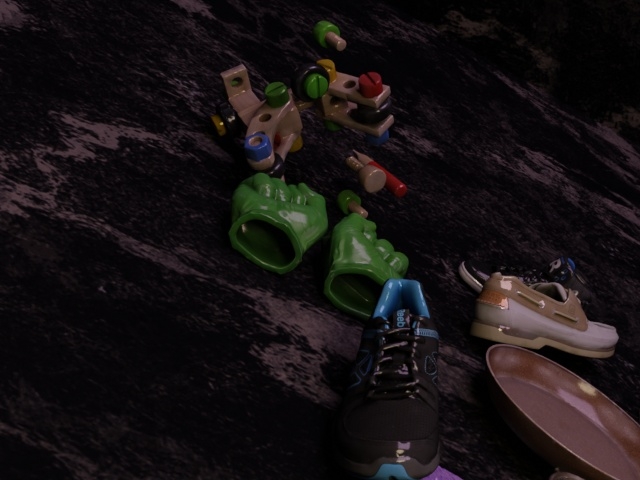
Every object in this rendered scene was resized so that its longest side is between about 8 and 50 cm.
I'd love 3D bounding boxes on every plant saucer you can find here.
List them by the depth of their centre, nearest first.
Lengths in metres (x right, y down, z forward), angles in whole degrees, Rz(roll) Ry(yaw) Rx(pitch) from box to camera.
[{"bbox_3d":[0.349,0.258,1.711,0.311,0.050,0.310,29,18,-11],"label":"plant saucer"}]

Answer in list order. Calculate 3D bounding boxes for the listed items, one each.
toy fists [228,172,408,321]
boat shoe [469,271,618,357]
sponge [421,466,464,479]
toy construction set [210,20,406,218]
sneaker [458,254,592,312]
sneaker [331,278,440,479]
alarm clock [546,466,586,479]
[{"bbox_3d":[0.000,0.000,1.731,0.279,0.096,0.142,28,25,-10],"label":"toy fists"},{"bbox_3d":[0.360,0.117,1.906,0.302,0.103,0.113,11,0,-41],"label":"boat shoe"},{"bbox_3d":[0.156,0.318,1.427,0.210,0.031,0.117,30,24,-7],"label":"sponge"},{"bbox_3d":[-0.023,-0.183,1.927,0.309,0.257,0.237,39,3,-43],"label":"toy construction set"},{"bbox_3d":[0.342,0.058,2.008,0.217,0.121,0.079,29,25,-11],"label":"sneaker"},{"bbox_3d":[0.079,0.161,1.455,0.125,0.139,0.341,2,22,2],"label":"sneaker"},{"bbox_3d":[0.310,0.356,1.501,0.129,0.064,0.192,39,21,5],"label":"alarm clock"}]
